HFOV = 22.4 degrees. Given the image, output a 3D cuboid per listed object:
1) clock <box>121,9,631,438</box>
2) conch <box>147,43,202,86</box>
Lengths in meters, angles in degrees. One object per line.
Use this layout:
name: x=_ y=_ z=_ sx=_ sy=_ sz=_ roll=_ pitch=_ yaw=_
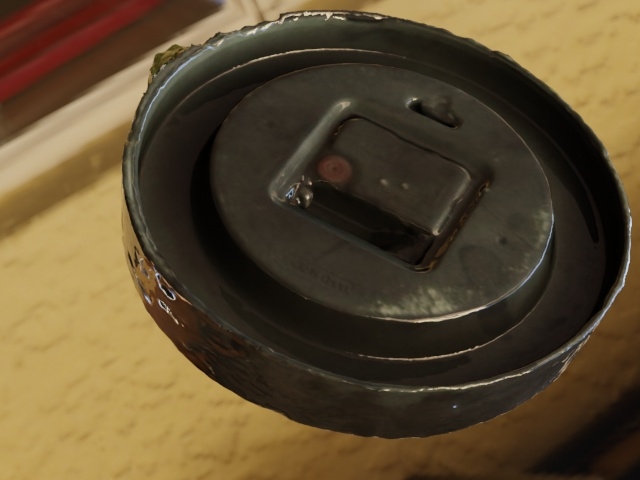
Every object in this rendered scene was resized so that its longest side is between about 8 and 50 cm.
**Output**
clock: x=0.028 y=-0.016 z=0.886 sx=0.280 sy=0.055 sz=0.281 roll=6 pitch=-132 yaw=-7
conch: x=-0.091 y=-0.103 z=1.242 sx=0.074 sy=0.121 sz=0.089 roll=-17 pitch=-128 yaw=-13
